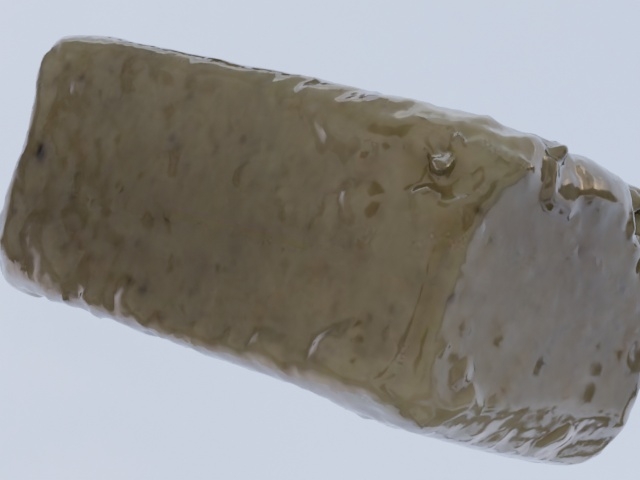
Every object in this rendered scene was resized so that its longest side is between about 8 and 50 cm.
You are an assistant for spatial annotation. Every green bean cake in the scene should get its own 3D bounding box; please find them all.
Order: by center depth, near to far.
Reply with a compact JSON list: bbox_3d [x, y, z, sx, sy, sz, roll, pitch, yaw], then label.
[{"bbox_3d":[0.000,0.000,0.503,0.179,0.109,0.085,15,-93,43],"label":"green bean cake"}]
